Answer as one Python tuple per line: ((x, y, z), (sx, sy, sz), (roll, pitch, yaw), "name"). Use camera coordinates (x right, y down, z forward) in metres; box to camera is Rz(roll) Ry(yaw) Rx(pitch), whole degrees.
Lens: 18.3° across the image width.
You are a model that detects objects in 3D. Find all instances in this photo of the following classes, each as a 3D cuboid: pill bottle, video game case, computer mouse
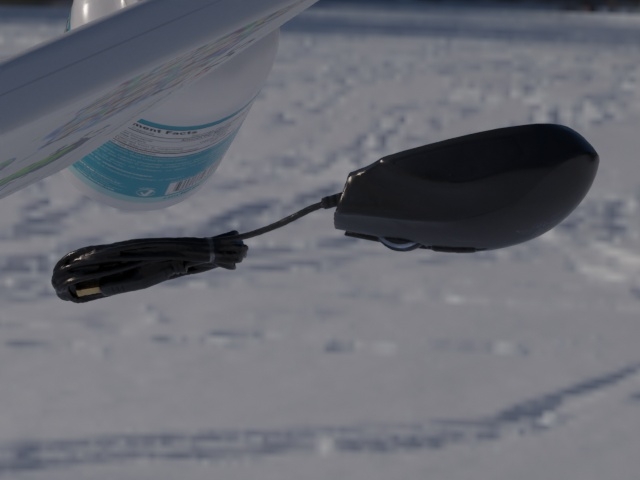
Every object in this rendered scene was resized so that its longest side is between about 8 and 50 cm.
((-0.114, -0.129, 1.423), (0.146, 0.146, 0.264), (-1, -20, -16), "pill bottle")
((-0.082, -0.027, 0.519), (0.143, 0.019, 0.157), (-28, 2, 44), "video game case")
((0.000, 0.000, 0.830), (0.242, 0.041, 0.071), (-15, -12, 19), "computer mouse")
